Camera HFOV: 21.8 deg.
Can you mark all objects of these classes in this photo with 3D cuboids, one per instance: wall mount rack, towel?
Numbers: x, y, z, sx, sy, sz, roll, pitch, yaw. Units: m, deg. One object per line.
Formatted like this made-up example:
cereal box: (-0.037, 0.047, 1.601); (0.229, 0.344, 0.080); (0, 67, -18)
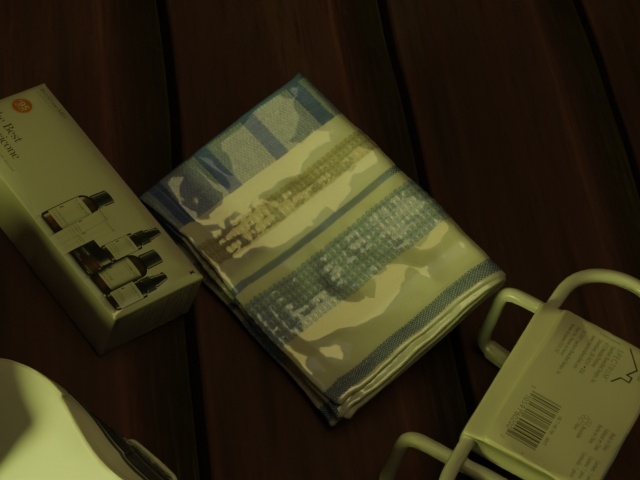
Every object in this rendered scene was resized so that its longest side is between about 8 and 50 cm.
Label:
wall mount rack: (0.232, 0.192, 1.388); (0.304, 0.130, 0.350); (29, 47, 12)
towel: (0.000, 0.000, 1.461); (0.209, 0.034, 0.285); (-38, 71, -16)

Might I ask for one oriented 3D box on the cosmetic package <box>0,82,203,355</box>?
cosmetic package: (-0.213, -0.023, 1.419); (0.099, 0.060, 0.239); (-26, 67, -38)

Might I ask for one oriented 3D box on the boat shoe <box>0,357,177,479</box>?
boat shoe: (-0.160, 0.193, 1.240); (0.301, 0.102, 0.108); (31, 88, 29)
